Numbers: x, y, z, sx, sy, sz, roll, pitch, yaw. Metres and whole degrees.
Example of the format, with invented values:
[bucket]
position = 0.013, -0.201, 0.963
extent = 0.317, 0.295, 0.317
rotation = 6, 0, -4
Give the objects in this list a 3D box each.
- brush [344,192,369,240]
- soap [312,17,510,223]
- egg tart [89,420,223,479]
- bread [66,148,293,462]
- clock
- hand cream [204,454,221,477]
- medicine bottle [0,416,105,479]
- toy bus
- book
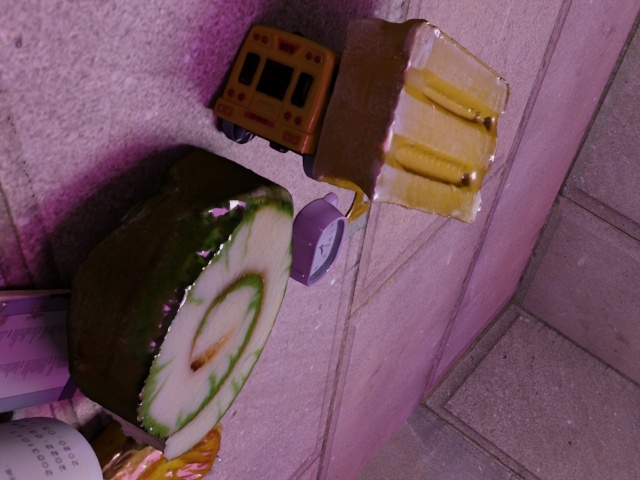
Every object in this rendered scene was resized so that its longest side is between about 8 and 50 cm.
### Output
[brush]
position = 0.070, -0.081, 1.446
extent = 0.083, 0.011, 0.205
rotation = -36, 152, -38
[soap]
position = 0.120, -0.132, 0.984
extent = 0.315, 0.091, 0.199
rotation = 5, 99, -59
[egg tart]
position = -0.268, 0.337, 1.210
extent = 0.295, 0.116, 0.295
rotation = -43, 157, -23
[bread]
position = -0.162, 0.086, 0.983
extent = 0.366, 0.129, 0.382
rotation = -28, 140, -67
[clock]
position = 0.000, 0.000, 1.360
extent = 0.110, 0.050, 0.152
rotation = -37, 153, -39
[hand cream]
position = -0.248, 0.438, 1.529
extent = 0.165, 0.037, 0.057
rotation = -24, 144, -43
[medicine bottle]
position = -0.367, 0.279, 0.831
extent = 0.170, 0.170, 0.293
rotation = -59, 158, 11
[toy bus]
position = 0.023, -0.159, 1.037
extent = 0.331, 0.145, 0.151
rotation = -1, 113, -62
[book]
position = -0.315, 0.118, 0.902
extent = 0.157, 0.026, 0.231
rotation = -57, 160, 11
